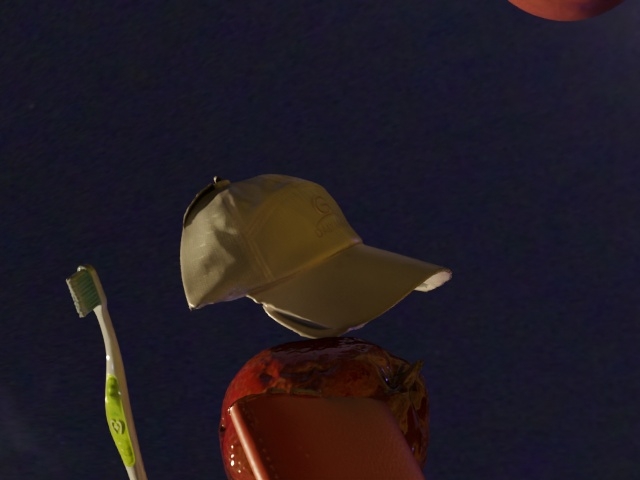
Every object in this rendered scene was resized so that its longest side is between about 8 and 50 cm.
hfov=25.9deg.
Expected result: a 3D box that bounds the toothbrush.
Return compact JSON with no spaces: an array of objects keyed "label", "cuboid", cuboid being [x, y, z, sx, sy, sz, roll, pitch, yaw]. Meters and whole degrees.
[{"label":"toothbrush","cuboid":[-0.140,0.136,1.020,0.026,0.022,0.263,-39,-56,-45]}]

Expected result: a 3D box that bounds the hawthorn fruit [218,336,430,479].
[{"label":"hawthorn fruit","cuboid":[0.002,0.163,1.158,0.173,0.179,0.173,-1,-89,-44]}]

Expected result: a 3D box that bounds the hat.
[{"label":"hat","cuboid":[0.000,0.000,1.335,0.219,0.226,0.164,-22,-81,-56]}]

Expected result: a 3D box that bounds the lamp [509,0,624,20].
[{"label":"lamp","cuboid":[0.158,-0.226,0.852,0.140,0.182,0.182,27,-111,-3]}]

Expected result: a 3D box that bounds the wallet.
[{"label":"wallet","cuboid":[0.030,0.189,0.885,0.142,0.045,0.204,10,-138,-42]}]
